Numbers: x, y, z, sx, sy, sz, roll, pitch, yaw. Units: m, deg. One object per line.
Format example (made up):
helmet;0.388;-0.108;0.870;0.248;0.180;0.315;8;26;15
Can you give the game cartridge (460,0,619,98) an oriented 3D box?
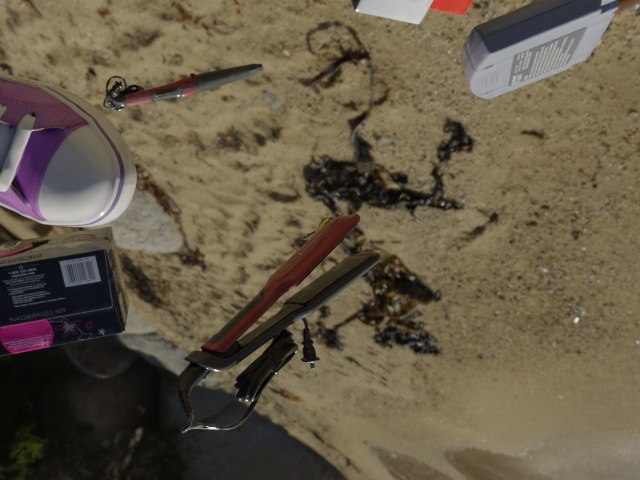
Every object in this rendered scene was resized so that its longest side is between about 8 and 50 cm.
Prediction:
game cartridge;0.306;-0.281;0.939;0.297;0.198;0.062;-4;-100;-76

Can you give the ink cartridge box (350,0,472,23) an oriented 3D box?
ink cartridge box;0.201;-0.457;0.976;0.275;0.239;0.060;121;141;-46

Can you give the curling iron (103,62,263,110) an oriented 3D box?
curling iron;-0.220;-0.261;1.048;0.068;0.274;0.035;59;156;31

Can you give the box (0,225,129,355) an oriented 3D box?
box;-0.472;0.082;1.105;0.142;0.247;0.163;-128;30;-68

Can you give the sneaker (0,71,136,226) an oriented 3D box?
sneaker;-0.275;-0.084;0.432;0.282;0.102;0.161;27;-168;4

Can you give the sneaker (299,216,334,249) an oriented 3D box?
sneaker;0.000;0.000;1.010;0.031;0.083;0.035;27;147;34

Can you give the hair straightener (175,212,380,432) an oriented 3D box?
hair straightener;-0.025;0.076;0.520;0.047;0.230;0.089;-8;120;50
